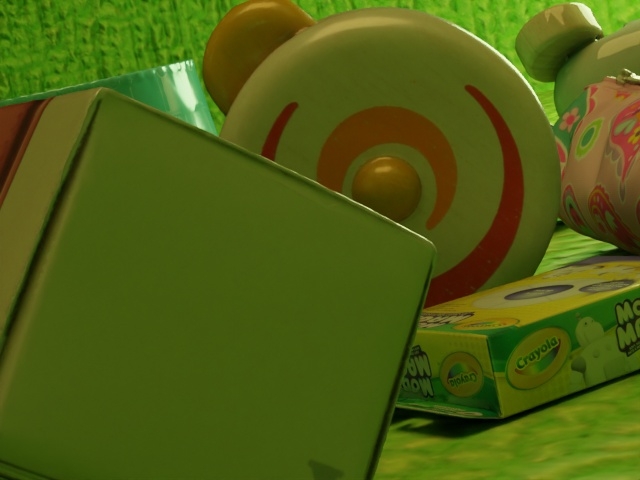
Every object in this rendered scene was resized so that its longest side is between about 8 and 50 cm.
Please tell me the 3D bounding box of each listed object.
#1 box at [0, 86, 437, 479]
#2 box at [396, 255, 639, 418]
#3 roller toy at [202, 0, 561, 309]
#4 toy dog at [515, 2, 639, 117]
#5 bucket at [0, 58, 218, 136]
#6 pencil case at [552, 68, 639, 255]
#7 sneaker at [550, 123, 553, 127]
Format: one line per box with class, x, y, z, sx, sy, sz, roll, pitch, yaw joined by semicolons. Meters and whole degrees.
box;-0.091;0.033;0.630;0.149;0.126;0.232;25;-13;-30
box;0.102;0.046;0.795;0.179;0.043;0.105;-18;9;-31
roller toy;0.036;-0.038;0.933;0.191;0.209;0.146;-5;8;1
toy dog;0.355;-0.159;1.572;0.334;0.220;0.161;-3;-24;6
bucket;-0.203;-0.040;1.385;0.281;0.183;0.281;-13;7;2
pencil case;0.225;-0.045;1.007;0.124;0.124;0.284;-12;8;-8
sneaker;0.080;-0.036;1.243;0.300;0.121;0.111;6;-10;-29
